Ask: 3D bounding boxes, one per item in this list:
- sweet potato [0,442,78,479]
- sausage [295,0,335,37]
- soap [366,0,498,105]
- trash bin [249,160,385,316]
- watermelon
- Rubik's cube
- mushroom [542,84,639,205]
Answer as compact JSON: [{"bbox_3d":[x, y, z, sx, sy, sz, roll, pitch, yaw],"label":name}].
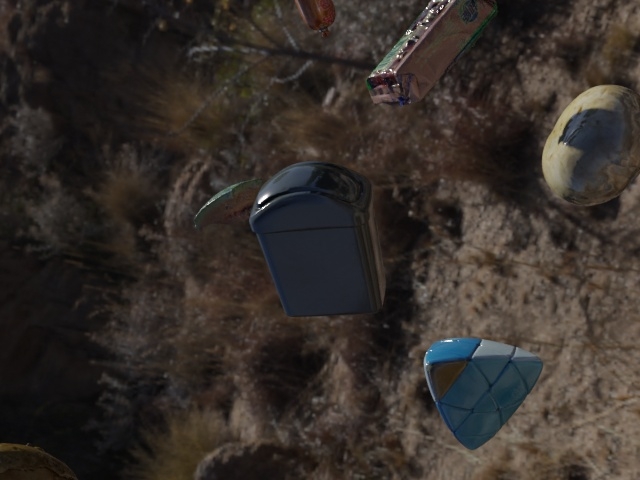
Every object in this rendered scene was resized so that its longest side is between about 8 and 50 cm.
[{"bbox_3d":[-0.322,0.267,0.829,0.124,0.310,0.098,-53,46,0],"label":"sweet potato"},{"bbox_3d":[-0.055,-0.450,1.151,0.053,0.053,0.347,-93,-20,-61],"label":"sausage"},{"bbox_3d":[0.221,-0.401,1.667,0.273,0.098,0.218,-50,22,-8],"label":"soap"},{"bbox_3d":[0.000,0.000,1.195,0.101,0.177,0.236,-78,-21,-51],"label":"trash bin"},{"bbox_3d":[-0.198,-0.071,1.666,0.101,0.155,0.080,-12,-92,-75],"label":"watermelon"},{"bbox_3d":[0.313,0.266,1.595,0.254,0.255,0.254,-167,90,-81],"label":"Rubik's cube"},{"bbox_3d":[0.368,-0.120,1.058,0.166,0.127,0.166,-156,90,-90],"label":"mushroom"}]
